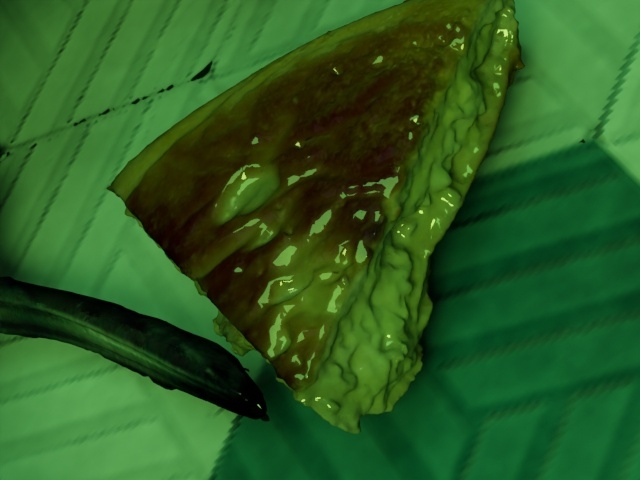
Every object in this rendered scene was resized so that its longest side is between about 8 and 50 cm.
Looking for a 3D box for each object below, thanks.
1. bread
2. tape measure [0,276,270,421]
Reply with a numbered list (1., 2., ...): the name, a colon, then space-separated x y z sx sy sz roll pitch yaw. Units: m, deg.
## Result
1. bread: -0.013 -0.011 0.634 0.136 0.054 0.154 3 57 37
2. tape measure: -0.197 0.030 0.673 0.215 0.098 0.351 -22 36 -34
